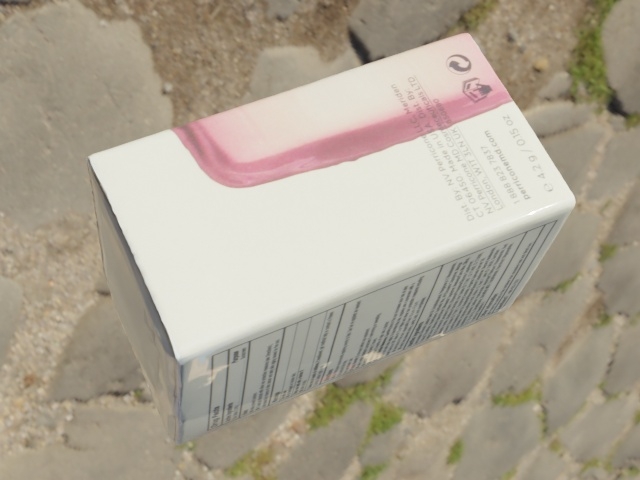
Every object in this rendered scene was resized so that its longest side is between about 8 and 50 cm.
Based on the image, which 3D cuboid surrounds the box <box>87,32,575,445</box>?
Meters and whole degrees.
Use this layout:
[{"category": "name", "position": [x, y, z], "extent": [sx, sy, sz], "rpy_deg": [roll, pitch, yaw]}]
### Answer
[{"category": "box", "position": [0.000, 0.000, 0.633], "extent": [0.232, 0.126, 0.148], "rpy_deg": [-20, 157, -17]}]
